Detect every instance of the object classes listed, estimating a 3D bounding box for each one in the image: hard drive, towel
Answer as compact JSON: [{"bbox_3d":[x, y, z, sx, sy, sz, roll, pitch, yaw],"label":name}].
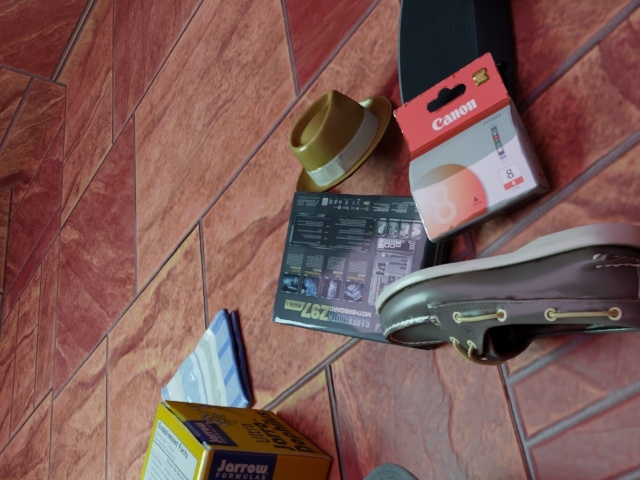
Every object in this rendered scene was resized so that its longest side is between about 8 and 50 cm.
[{"bbox_3d":[0.166,-0.243,1.069,0.172,0.054,0.255,-31,53,50],"label":"hard drive"},{"bbox_3d":[-0.212,0.281,1.502,0.285,0.034,0.209,-51,40,35],"label":"towel"}]

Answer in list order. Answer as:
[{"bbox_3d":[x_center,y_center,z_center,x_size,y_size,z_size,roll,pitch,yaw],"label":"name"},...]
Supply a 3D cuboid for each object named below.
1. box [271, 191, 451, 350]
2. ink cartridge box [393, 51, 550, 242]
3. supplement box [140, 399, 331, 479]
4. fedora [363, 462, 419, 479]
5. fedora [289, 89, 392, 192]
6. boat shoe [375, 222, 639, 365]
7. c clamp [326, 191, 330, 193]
[{"bbox_3d":[0.051,0.034,1.080,0.232,0.059,0.184,4,81,40],"label":"box"},{"bbox_3d":[0.161,-0.107,0.953,0.145,0.045,0.179,-29,75,31],"label":"ink cartridge box"},{"bbox_3d":[-0.151,0.434,1.185,0.194,0.195,0.357,19,96,59],"label":"supplement box"},{"bbox_3d":[0.109,0.373,0.836,0.275,0.124,0.244,-99,30,-53],"label":"fedora"},{"bbox_3d":[0.014,-0.153,1.197,0.194,0.079,0.194,-36,27,22],"label":"fedora"},{"bbox_3d":[0.183,0.072,0.848,0.324,0.116,0.097,-20,62,42],"label":"boat shoe"},{"bbox_3d":[0.000,0.000,1.282,0.137,0.022,0.161,6,85,64],"label":"c clamp"}]
